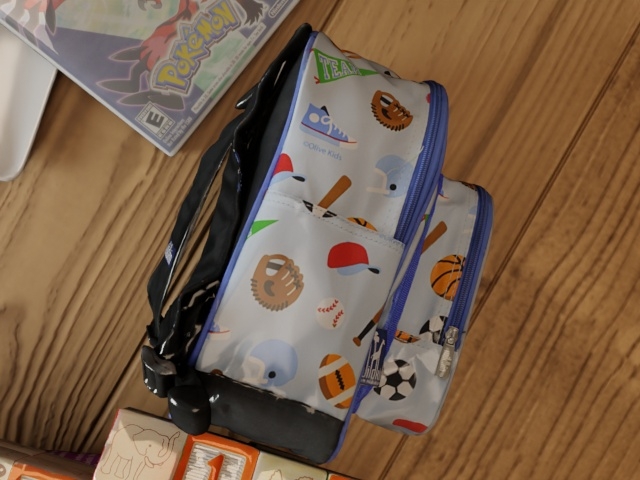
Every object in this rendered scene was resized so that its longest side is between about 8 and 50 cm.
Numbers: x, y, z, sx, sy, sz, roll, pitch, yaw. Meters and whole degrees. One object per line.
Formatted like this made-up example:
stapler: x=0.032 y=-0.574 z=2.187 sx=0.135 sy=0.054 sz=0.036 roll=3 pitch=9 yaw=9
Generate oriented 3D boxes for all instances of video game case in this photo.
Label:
video game case: x=-0.125 y=-0.199 z=0.531 sx=0.183 sy=0.023 sz=0.201 roll=39 pitch=88 yaw=-26

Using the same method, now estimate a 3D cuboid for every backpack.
backpack: x=0.000 y=0.000 z=0.480 sx=0.213 sy=0.276 sz=0.263 roll=14 pitch=86 yaw=-14

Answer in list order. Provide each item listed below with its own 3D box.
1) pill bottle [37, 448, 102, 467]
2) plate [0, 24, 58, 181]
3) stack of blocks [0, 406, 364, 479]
pill bottle: x=-0.197 y=0.244 z=0.508 sx=0.301 sy=0.169 sz=0.169 roll=8 pitch=93 yaw=-9
plate: x=-0.309 y=-0.215 z=0.478 sx=0.278 sy=0.045 sz=0.277 roll=20 pitch=92 yaw=-35
stack of blocks: x=-0.124 y=0.187 z=0.400 sx=0.297 sy=0.087 sz=0.171 roll=18 pitch=74 yaw=-6
